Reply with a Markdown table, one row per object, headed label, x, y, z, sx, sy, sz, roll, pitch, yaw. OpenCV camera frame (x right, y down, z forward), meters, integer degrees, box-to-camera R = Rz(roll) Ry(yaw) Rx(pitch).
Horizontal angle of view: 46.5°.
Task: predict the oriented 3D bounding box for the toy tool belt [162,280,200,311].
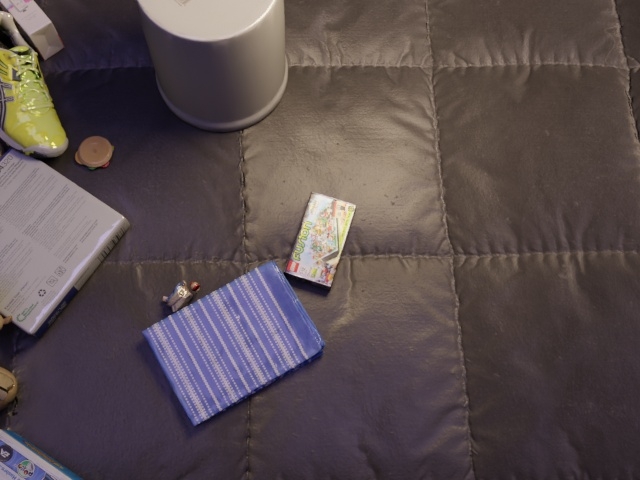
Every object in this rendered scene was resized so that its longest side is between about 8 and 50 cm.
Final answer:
| label | x | y | z | sx | sy | sz | roll | pitch | yaw |
| --- | --- | --- | --- | --- | --- | --- | --- | --- | --- |
| toy tool belt | -0.312 | 0.115 | 1.654 | 0.051 | 0.052 | 0.083 | 40 | 94 | 15 |

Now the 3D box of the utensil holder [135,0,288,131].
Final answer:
| label | x | y | z | sx | sy | sz | roll | pitch | yaw |
| --- | --- | --- | --- | --- | --- | --- | --- | --- | --- |
| utensil holder | -0.233 | -0.475 | 1.672 | 0.327 | 0.385 | 0.327 | 1 | 72 | -3 |

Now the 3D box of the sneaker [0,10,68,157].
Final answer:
| label | x | y | z | sx | sy | sz | roll | pitch | yaw |
| --- | --- | --- | --- | --- | --- | --- | --- | --- | --- |
| sneaker | -0.701 | -0.358 | 1.716 | 0.145 | 0.147 | 0.384 | -23 | 74 | -45 |

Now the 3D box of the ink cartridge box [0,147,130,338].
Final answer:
| label | x | y | z | sx | sy | sz | roll | pitch | yaw |
| --- | --- | --- | --- | --- | --- | --- | --- | --- | --- |
| ink cartridge box | -0.657 | -0.002 | 1.669 | 0.330 | 0.071 | 0.324 | 33 | 74 | 11 |

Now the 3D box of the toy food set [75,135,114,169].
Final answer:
| label | x | y | z | sx | sy | sz | roll | pitch | yaw |
| --- | --- | --- | --- | --- | --- | --- | --- | --- | --- |
| toy food set | -0.533 | -0.208 | 1.763 | 0.082 | 0.020 | 0.083 | 25 | 73 | 5 |

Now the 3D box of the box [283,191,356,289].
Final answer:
| label | x | y | z | sx | sy | sz | roll | pitch | yaw |
| --- | --- | --- | --- | --- | --- | --- | --- | --- | --- |
| box | 0.000 | 0.000 | 1.715 | 0.114 | 0.036 | 0.207 | 17 | 73 | 3 |

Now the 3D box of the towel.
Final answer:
| label | x | y | z | sx | sy | sz | roll | pitch | yaw |
| --- | --- | --- | --- | --- | --- | --- | --- | --- | --- |
| towel | -0.186 | 0.219 | 1.626 | 0.336 | 0.040 | 0.243 | -29 | 80 | -11 |

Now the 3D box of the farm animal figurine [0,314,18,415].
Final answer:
| label | x | y | z | sx | sy | sz | roll | pitch | yaw |
| --- | --- | --- | --- | --- | --- | --- | --- | --- | --- |
| farm animal figurine | -0.737 | 0.233 | 1.520 | 0.330 | 0.172 | 0.327 | -36 | 106 | -5 |

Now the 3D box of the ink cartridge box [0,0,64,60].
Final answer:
| label | x | y | z | sx | sy | sz | roll | pitch | yaw |
| --- | --- | --- | --- | --- | --- | --- | --- | --- | --- |
| ink cartridge box | -0.720 | -0.550 | 1.813 | 0.067 | 0.115 | 0.198 | -38 | 77 | -13 |

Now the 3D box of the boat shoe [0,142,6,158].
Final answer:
| label | x | y | z | sx | sy | sz | roll | pitch | yaw |
| --- | --- | --- | --- | --- | --- | --- | --- | --- | --- |
| boat shoe | -0.858 | -0.115 | 1.669 | 0.121 | 0.110 | 0.341 | 32 | 76 | 7 |

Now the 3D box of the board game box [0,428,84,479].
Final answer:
| label | x | y | z | sx | sy | sz | roll | pitch | yaw |
| --- | --- | --- | --- | --- | --- | --- | --- | --- | --- |
| board game box | -0.600 | 0.588 | 1.475 | 0.308 | 0.086 | 0.302 | 32 | 74 | 7 |
